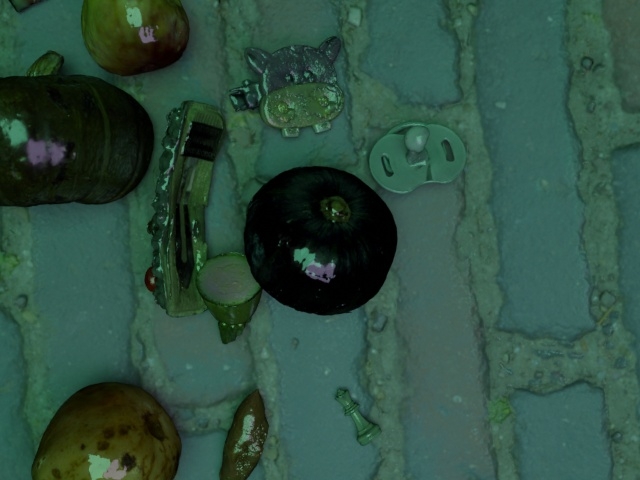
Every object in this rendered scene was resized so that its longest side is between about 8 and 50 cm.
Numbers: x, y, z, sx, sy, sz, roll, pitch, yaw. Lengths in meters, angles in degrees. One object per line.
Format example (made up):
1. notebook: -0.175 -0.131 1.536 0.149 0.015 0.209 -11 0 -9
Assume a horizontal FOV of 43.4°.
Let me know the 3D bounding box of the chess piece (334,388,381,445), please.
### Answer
1. chess piece: 0.055 0.273 1.262 0.042 0.042 0.093 -34 84 0

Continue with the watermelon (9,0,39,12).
1. watermelon: -0.419 -0.443 1.207 0.202 0.136 0.207 11 105 5

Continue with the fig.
1. fig: -0.302 -0.368 1.184 0.159 0.159 0.257 -29 97 -1

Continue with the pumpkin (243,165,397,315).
1. pumpkin: 0.000 0.000 1.165 0.233 0.233 0.163 32 134 -1

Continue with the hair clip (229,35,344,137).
1. hair clip: -0.048 -0.232 1.246 0.187 0.056 0.146 -10 98 -4

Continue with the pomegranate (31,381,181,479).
1. pomegranate: -0.319 0.318 1.175 0.215 0.215 0.215 0 91 -1

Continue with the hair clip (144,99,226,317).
1. hair clip: -0.217 -0.047 1.218 0.091 0.138 0.321 6 92 29

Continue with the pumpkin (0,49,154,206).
1. pumpkin: -0.414 -0.167 1.156 0.324 0.232 0.242 -3 88 -4

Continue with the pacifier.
1. pacifier: 0.147 -0.142 1.222 0.150 0.116 0.127 -8 65 3

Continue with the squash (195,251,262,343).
1. squash: -0.131 0.099 1.231 0.105 0.132 0.105 -1 47 1

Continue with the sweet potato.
1. sweet potato: -0.121 0.331 1.249 0.068 0.060 0.206 22 102 30
